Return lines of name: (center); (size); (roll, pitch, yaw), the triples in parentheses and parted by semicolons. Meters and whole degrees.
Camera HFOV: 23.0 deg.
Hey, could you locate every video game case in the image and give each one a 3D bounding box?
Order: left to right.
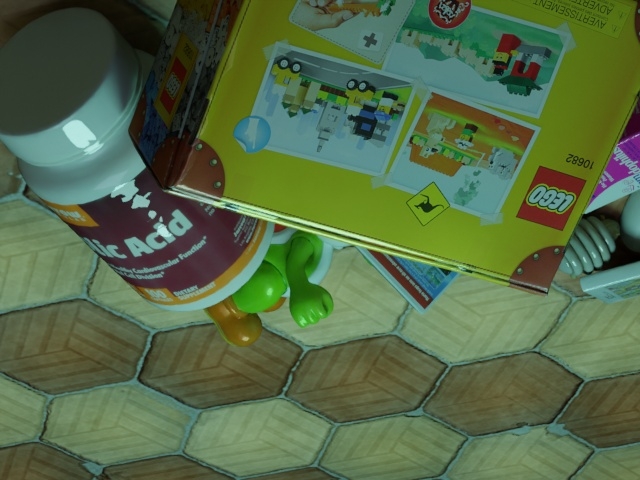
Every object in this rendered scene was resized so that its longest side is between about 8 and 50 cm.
video game case: (0.181, -0.056, 2.094); (0.285, 0.025, 0.204); (-48, 136, -3)
video game case: (0.513, 0.047, 2.327); (0.227, 0.026, 0.206); (-17, 167, 18)

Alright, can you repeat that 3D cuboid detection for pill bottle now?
pill bottle: (-0.235, -0.096, 1.959); (0.224, 0.224, 0.392); (-18, 141, 18)

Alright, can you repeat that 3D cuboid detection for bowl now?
bowl: (0.511, -0.026, 2.280); (0.142, 0.053, 0.142); (0, 145, -6)

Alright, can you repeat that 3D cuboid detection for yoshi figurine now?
yoshi figurine: (0.017, 0.023, 2.195); (0.203, 0.204, 0.362); (10, 142, -45)

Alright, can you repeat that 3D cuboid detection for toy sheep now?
toy sheep: (0.380, 0.012, 2.288); (0.132, 0.091, 0.091); (-37, 142, -7)

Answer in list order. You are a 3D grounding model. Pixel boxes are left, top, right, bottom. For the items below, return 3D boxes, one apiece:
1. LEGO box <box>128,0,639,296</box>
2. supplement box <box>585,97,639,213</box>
LEGO box: (0.092, -0.188, 1.770); (0.500, 0.193, 0.372); (16, 108, -25)
supplement box: (0.406, -0.143, 2.062); (0.220, 0.114, 0.111); (-26, 140, 29)
